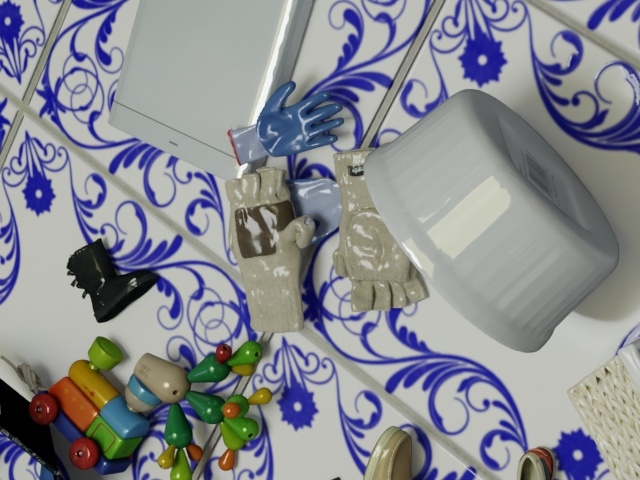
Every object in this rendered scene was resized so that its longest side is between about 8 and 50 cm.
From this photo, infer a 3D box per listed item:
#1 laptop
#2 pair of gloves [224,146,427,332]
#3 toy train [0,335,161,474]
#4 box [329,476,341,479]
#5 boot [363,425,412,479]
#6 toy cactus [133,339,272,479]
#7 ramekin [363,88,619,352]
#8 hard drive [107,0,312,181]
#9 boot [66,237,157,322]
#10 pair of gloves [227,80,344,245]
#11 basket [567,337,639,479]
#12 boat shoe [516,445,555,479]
[{"bbox_3d":[-0.425,0.295,2.030,0.264,0.234,0.136,43,88,-18],"label":"laptop"},{"bbox_3d":[0.000,0.000,1.835,0.240,0.042,0.204,-11,97,24],"label":"pair of gloves"},{"bbox_3d":[-0.323,0.185,2.055,0.248,0.105,0.143,43,105,22],"label":"toy train"},{"bbox_3d":[0.012,0.345,1.900,0.067,0.018,0.083,-33,77,30],"label":"box"},{"bbox_3d":[0.130,0.334,1.791,0.165,0.077,0.213,13,107,31],"label":"boot"},{"bbox_3d":[-0.162,0.209,1.938,0.180,0.112,0.219,31,112,15],"label":"toy cactus"},{"bbox_3d":[0.188,-0.030,1.610,0.135,0.277,0.277,-42,73,20],"label":"ramekin"},{"bbox_3d":[-0.129,-0.272,1.915,0.233,0.047,0.353,26,107,28],"label":"hard drive"},{"bbox_3d":[-0.283,0.043,2.045,0.121,0.045,0.099,-37,72,30],"label":"boot"},{"bbox_3d":[-0.025,-0.092,1.854,0.159,0.023,0.198,-17,99,24],"label":"pair of gloves"},{"bbox_3d":[0.353,0.195,1.615,0.103,0.113,0.167,-38,74,31],"label":"basket"},{"bbox_3d":[0.241,0.303,1.737,0.049,0.043,0.137,9,100,29],"label":"boat shoe"}]
